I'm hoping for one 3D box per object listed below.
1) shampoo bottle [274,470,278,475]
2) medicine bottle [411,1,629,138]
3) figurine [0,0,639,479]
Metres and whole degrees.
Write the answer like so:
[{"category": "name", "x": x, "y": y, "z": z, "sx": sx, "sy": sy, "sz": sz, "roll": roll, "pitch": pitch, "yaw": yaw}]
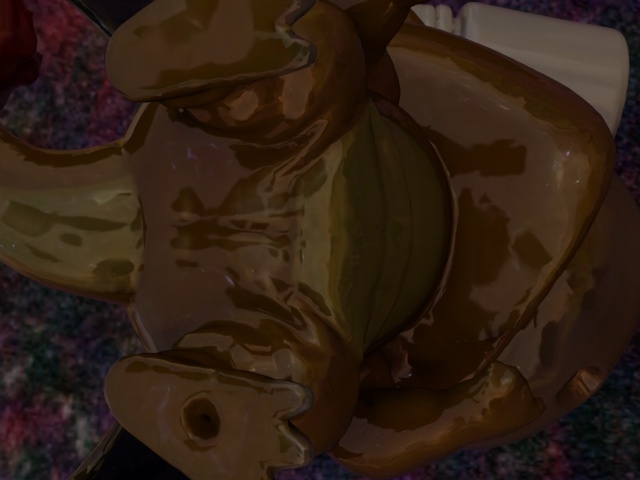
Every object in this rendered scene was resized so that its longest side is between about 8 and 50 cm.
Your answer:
[{"category": "shampoo bottle", "x": -0.052, "y": 0.148, "z": 0.853, "sx": 0.192, "sy": 0.074, "sz": 0.074, "roll": -47, "pitch": 23, "yaw": -23}, {"category": "medicine bottle", "x": 0.146, "y": -0.145, "z": 0.985, "sx": 0.139, "sy": 0.237, "sz": 0.139, "roll": -172, "pitch": 90, "yaw": -87}, {"category": "figurine", "x": 0.001, "y": -0.037, "z": 0.542, "sx": 0.268, "sy": 0.387, "sz": 0.400, "roll": -18, "pitch": 86, "yaw": 25}]
